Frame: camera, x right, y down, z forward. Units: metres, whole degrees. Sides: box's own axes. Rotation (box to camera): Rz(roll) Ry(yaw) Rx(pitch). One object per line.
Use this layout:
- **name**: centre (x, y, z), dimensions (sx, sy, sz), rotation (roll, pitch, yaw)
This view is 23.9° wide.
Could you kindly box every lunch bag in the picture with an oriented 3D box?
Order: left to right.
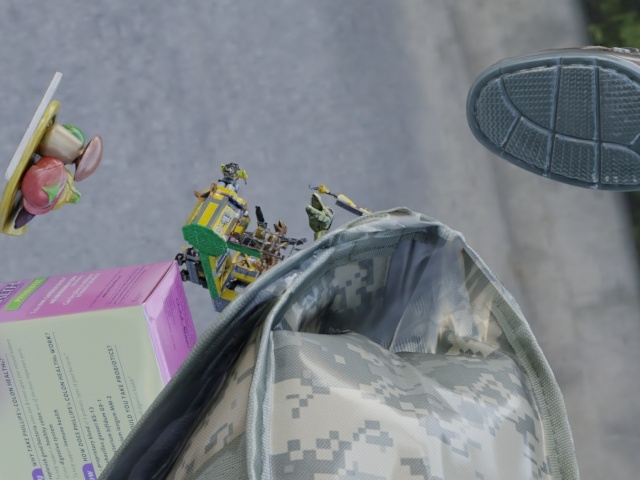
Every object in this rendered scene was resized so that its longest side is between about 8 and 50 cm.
- **lunch bag**: centre (-0.016, 0.144, 0.596), dimensions (0.169, 0.235, 0.287), rotation (23, 32, -19)

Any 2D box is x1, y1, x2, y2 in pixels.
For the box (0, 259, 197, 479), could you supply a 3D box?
- **box**: centre (-0.245, 0.151, 1.519), dimensions (0.117, 0.243, 0.213), rotation (-63, 142, -66)

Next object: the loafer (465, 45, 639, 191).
- **loafer**: centre (0.236, -0.088, 1.046), dimensions (0.084, 0.268, 0.096), rotation (-68, 161, -67)

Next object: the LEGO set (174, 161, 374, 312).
- **LEGO set**: centre (0.000, 0.000, 1.905), dimensions (0.192, 0.331, 0.255), rotation (-63, 152, -32)

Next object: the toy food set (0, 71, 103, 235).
- **toy food set**: centre (-0.263, -0.066, 1.502), dimensions (0.128, 0.071, 0.218), rotation (-67, -173, -20)
